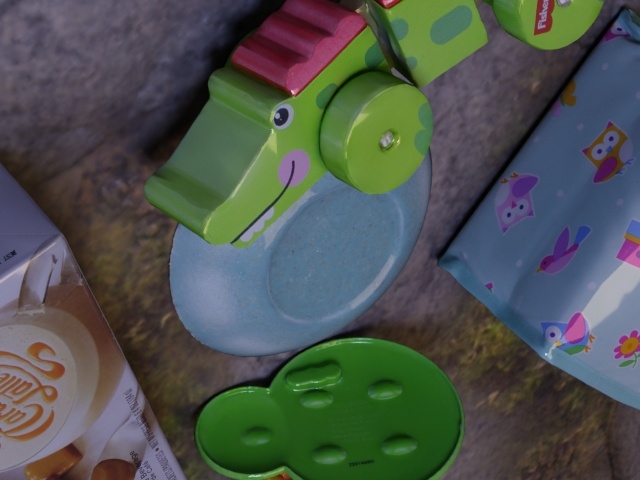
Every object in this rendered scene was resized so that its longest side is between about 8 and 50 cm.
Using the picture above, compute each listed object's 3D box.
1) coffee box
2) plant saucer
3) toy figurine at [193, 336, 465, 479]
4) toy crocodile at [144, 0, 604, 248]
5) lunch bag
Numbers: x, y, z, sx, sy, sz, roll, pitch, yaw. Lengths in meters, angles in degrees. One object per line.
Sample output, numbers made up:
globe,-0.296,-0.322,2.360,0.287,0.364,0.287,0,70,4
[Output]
coffee box,-0.176,0.092,0.984,0.141,0.098,0.246,-34,137,-15
plant saucer,0.000,0.000,1.108,0.195,0.037,0.195,-22,134,-25
toy figurine,0.004,0.166,1.199,0.173,0.130,0.159,-8,138,-9
toy crocodile,0.042,-0.125,0.990,0.340,0.115,0.105,-40,133,-11
lunch bag,0.246,0.004,1.228,0.262,0.160,0.223,28,100,-42
